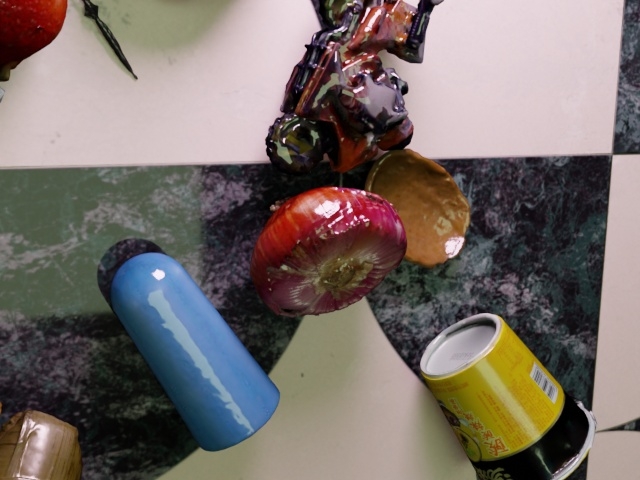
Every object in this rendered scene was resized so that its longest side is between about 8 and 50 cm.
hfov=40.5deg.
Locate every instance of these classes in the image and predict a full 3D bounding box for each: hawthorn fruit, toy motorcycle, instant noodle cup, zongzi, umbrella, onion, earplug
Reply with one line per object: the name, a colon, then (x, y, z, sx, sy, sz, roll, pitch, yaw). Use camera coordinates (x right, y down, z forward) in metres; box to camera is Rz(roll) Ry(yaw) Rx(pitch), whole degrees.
hawthorn fruit: (-0.370, -0.275, 0.974, 0.169, 0.169, 0.188, 2, 108, -24)
toy motorcycle: (0.076, -0.259, 1.184, 0.207, 0.134, 0.400, 18, 94, -26)
instant noodle cup: (0.279, 0.246, 1.345, 0.216, 0.215, 0.236, -39, 106, -12)
zongzi: (-0.427, 0.384, 1.124, 0.145, 0.300, 0.273, 26, 49, -27)
umbrella: (-0.273, -0.265, 1.092, 0.022, 0.022, 0.148, -20, 113, 21)
onion: (0.000, 0.000, 1.195, 0.230, 0.163, 0.230, -18, 141, -15)
earplug: (-0.179, 0.137, 1.159, 0.132, 0.132, 0.273, -36, 109, -13)

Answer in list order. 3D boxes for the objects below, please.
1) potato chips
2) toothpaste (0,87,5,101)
potato chips: (0.141, -0.046, 1.300, 0.202, 0.049, 0.150, 29, 86, -24)
toothpaste: (-0.507, -0.072, 1.004, 0.081, 0.067, 0.336, 42, 82, -22)
